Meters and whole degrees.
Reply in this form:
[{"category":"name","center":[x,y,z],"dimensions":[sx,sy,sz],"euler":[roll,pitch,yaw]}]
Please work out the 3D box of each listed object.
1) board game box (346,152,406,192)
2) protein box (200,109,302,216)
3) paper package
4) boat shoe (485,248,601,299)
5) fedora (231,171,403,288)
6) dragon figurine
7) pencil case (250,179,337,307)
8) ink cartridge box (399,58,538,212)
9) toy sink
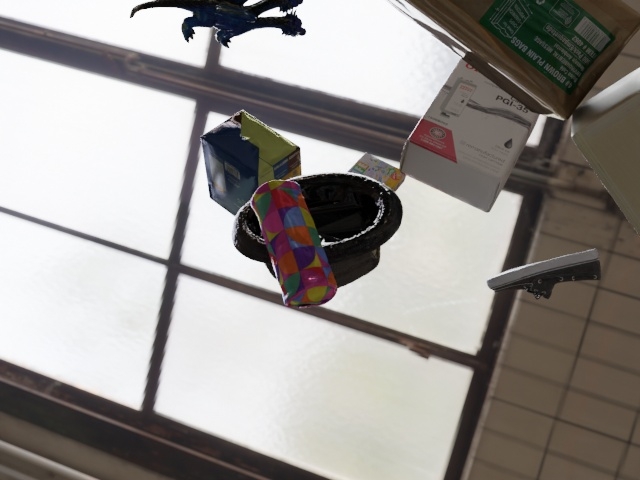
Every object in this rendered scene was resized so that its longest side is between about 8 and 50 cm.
[{"category":"board game box","center":[0.104,-0.120,1.872],"dimensions":[0.154,0.103,0.026],"euler":[-49,-19,-47]},{"category":"protein box","center":[-0.158,-0.156,2.096],"dimensions":[0.136,0.200,0.201],"euler":[-38,-33,-28]},{"category":"paper package","center":[0.246,-0.333,1.263],"dimensions":[0.168,0.325,0.309],"euler":[-53,3,12]},{"category":"boat shoe","center":[0.446,0.078,1.770],"dimensions":[0.080,0.229,0.076],"euler":[119,137,-85]},{"category":"fedora","center":[0.000,0.000,1.746],"dimensions":[0.334,0.334,0.152],"euler":[-58,-33,-44]},{"category":"dragon figurine","center":[-0.154,-0.373,1.420],"dimensions":[0.289,0.144,0.085],"euler":[6,-106,-44]},{"category":"pencil case","center":[-0.048,0.006,1.559],"dimensions":[0.104,0.104,0.236],"euler":[77,174,-62]},{"category":"ink cartridge box","center":[0.317,-0.226,1.841],"dimensions":[0.283,0.207,0.117],"euler":[-57,-14,-32]},{"category":"toy sink","center":[0.443,-0.093,1.150],"dimensions":[0.131,0.234,0.153],"euler":[-33,7,25]}]
